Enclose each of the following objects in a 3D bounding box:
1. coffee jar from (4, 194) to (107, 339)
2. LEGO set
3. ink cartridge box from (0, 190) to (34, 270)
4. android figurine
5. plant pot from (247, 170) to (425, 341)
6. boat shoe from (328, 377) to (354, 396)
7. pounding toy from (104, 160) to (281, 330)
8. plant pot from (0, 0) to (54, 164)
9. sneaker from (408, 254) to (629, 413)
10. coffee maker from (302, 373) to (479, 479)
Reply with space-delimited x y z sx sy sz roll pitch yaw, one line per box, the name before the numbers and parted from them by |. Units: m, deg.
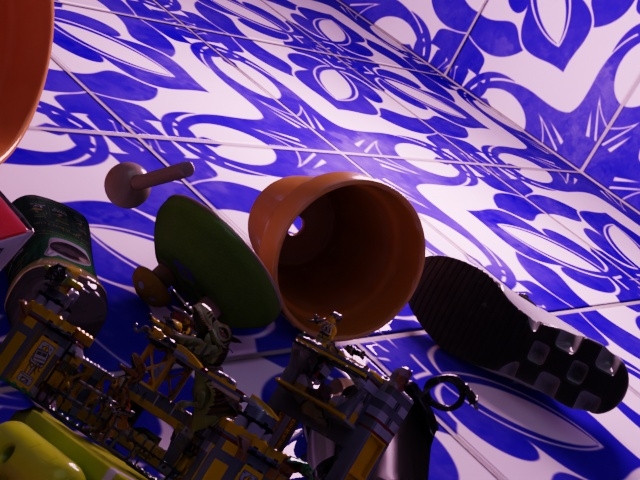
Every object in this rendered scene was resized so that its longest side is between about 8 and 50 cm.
coffee jar | -0.276 0.033 1.117 0.096 0.079 0.184 24 20 -31
LEGO set | -0.082 0.105 0.883 0.331 0.192 0.255 22 -15 40
ink cartridge box | -0.366 0.017 0.758 0.130 0.272 0.309 49 26 6
android figurine | -0.125 0.205 0.795 0.273 0.056 0.248 22 -15 46
plant pot | 0.000 0.000 1.391 0.205 0.205 0.188 16 9 -29
boat shoe | 0.016 0.186 1.162 0.045 0.050 0.135 27 21 -16
pounding toy | -0.157 0.032 1.204 0.183 0.110 0.237 9 -42 56
plant pot | -0.464 -0.241 1.275 0.204 0.290 0.291 13 21 6
sneaker | 0.267 0.135 1.520 0.331 0.122 0.146 33 4 15
coffee maker | 0.055 0.208 0.999 0.120 0.171 0.178 41 21 -14
